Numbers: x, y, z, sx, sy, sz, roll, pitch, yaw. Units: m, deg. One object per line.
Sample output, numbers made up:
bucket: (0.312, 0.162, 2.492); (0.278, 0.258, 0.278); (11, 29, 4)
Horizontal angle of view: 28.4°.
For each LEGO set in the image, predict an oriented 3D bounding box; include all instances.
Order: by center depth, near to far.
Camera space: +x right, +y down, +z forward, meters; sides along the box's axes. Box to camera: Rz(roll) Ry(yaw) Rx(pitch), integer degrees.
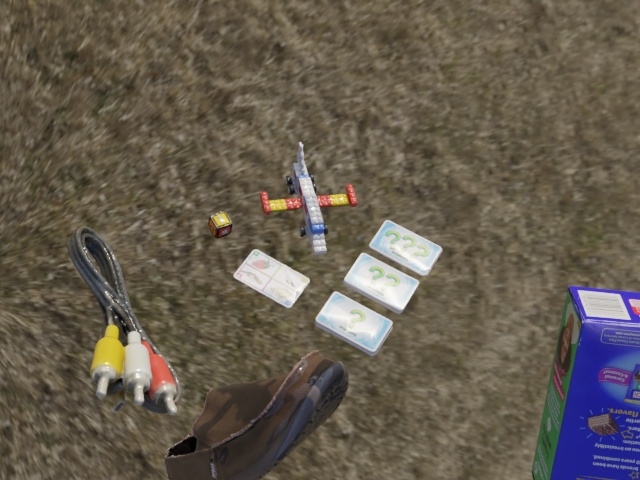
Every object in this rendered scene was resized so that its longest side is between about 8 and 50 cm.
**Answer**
LEGO set: (0.000, 0.000, 1.444); (0.244, 0.060, 0.182); (29, 54, 11)

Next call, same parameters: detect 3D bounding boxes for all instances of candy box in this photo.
candy box: (0.458, 0.239, 1.772); (0.268, 0.122, 0.317); (6, 112, -1)

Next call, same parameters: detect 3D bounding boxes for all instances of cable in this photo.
cable: (-0.225, 0.095, 1.503); (0.139, 0.072, 0.287); (24, 37, -37)

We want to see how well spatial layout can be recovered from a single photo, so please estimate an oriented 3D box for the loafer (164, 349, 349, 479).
loafer: (-0.103, 0.242, 1.612); (0.130, 0.366, 0.134); (48, 38, 6)
